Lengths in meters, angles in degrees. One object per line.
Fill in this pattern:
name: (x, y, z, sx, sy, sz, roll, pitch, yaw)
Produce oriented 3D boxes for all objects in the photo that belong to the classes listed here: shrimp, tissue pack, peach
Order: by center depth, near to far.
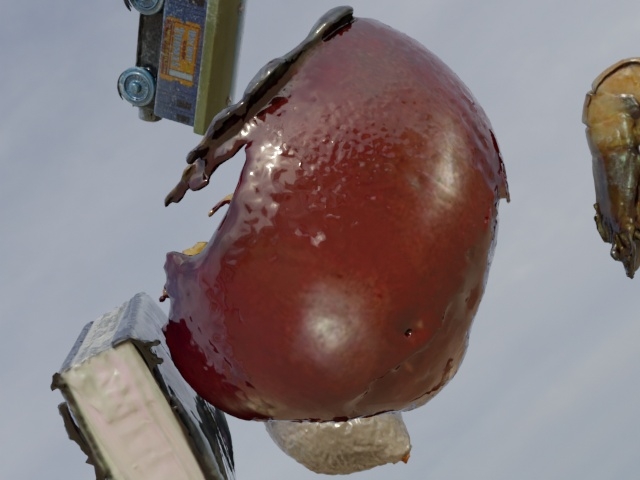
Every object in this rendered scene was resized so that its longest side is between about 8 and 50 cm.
peach: (0.010, -0.026, 0.958, 0.353, 0.417, 0.339, -2, -12, -14)
tissue pack: (-0.184, 0.205, 1.073, 0.122, 0.259, 0.361, -27, 8, -6)
shrimp: (0.435, -0.092, 1.201, 0.178, 0.289, 0.075, -6, 7, 22)

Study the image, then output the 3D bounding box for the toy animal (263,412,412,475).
toy animal: (0.019, 0.330, 1.774, 0.226, 0.358, 0.188, -42, -45, -21)

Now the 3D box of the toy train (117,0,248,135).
toy train: (-0.232, -0.337, 1.611, 0.131, 0.201, 0.300, -45, -32, -60)
